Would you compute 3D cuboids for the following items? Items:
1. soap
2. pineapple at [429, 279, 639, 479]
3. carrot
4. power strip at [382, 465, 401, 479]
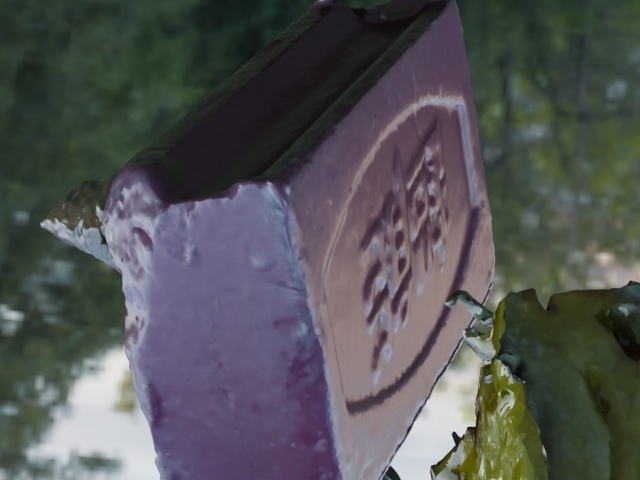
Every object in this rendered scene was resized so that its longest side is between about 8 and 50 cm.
[{"bbox_3d":[0.000,0.000,1.150,0.128,0.233,0.359,-2,-157,22],"label":"soap"},{"bbox_3d":[0.164,0.205,0.603,0.209,0.344,0.286,-7,142,-8],"label":"pineapple"},{"bbox_3d":[-0.125,-0.019,1.435,0.263,0.102,0.102,-1,175,32],"label":"carrot"},{"bbox_3d":[-0.033,0.304,2.149,0.092,0.257,0.251,-9,-139,-35],"label":"power strip"}]
